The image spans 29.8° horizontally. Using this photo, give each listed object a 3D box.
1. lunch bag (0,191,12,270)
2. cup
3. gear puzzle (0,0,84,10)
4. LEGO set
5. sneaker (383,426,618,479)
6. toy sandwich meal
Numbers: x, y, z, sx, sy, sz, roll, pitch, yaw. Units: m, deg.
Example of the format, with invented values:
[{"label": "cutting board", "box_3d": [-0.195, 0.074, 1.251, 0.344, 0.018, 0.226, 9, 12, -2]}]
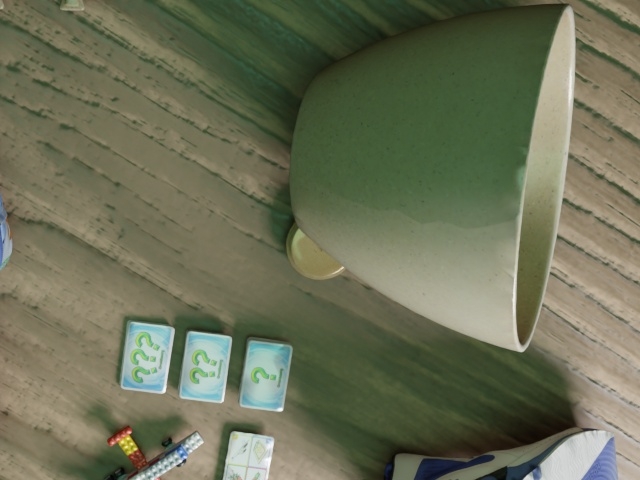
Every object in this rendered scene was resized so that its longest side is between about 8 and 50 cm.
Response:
[{"label": "lunch bag", "box_3d": [-0.448, -0.058, 1.173, 0.243, 0.115, 0.303, -16, 101, -3]}, {"label": "cup", "box_3d": [0.107, -0.075, 1.175, 0.237, 0.331, 0.331, 9, 99, 16]}, {"label": "gear puzzle", "box_3d": [-0.370, -0.317, 1.178, 0.339, 0.044, 0.175, 1, 101, -6]}, {"label": "LEGO set", "box_3d": [-0.138, 0.219, 1.297, 0.182, 0.060, 0.244, 9, 99, -6]}, {"label": "sneaker", "box_3d": [0.171, 0.273, 1.320, 0.315, 0.182, 0.127, -15, 105, -36]}, {"label": "toy sandwich meal", "box_3d": [0.000, 0.000, 1.293, 0.085, 0.029, 0.085, -2, 105, -9]}]
